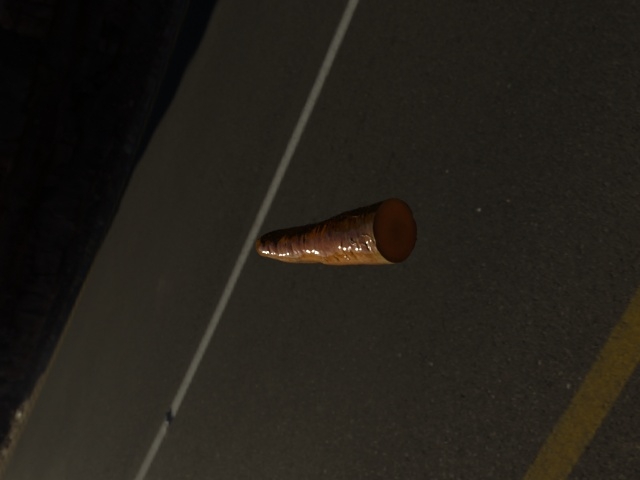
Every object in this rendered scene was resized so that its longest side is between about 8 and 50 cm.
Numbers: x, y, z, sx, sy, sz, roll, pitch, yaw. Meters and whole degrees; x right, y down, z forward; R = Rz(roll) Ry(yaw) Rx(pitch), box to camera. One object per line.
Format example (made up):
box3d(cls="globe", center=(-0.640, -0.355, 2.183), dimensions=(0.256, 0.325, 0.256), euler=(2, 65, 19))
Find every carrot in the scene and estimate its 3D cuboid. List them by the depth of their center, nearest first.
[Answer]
box3d(cls="carrot", center=(0.000, 0.000, 0.653), dimensions=(0.210, 0.061, 0.061), euler=(-7, 74, 47))
